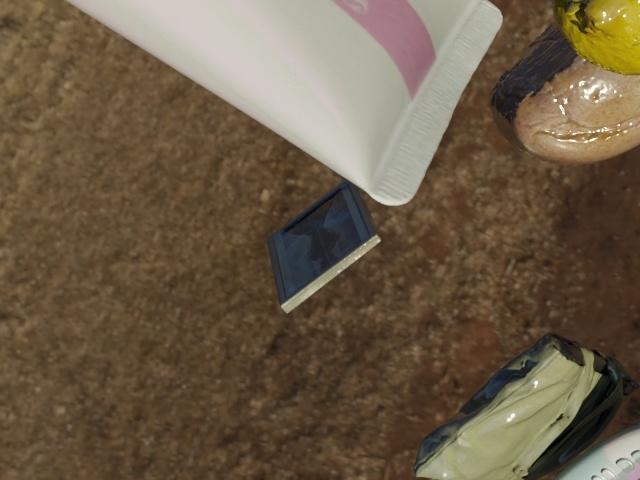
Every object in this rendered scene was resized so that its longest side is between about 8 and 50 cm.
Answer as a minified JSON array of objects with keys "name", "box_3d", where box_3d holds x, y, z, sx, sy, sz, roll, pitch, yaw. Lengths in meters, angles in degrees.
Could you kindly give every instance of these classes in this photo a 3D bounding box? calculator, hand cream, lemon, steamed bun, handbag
[{"name":"calculator","box_3d":[0.394,0.335,1.426,0.299,0.185,0.041,-48,3,30]},{"name":"hand cream","box_3d":[-0.081,-0.163,0.568,0.118,0.359,0.185,-59,1,45]},{"name":"lemon","box_3d":[0.308,-0.241,1.067,0.173,0.206,0.173,31,135,37]},{"name":"steamed bun","box_3d":[0.394,-0.211,1.542,0.301,0.199,0.251,-43,15,1]},{"name":"handbag","box_3d":[0.287,0.241,1.508,0.253,0.316,0.109,-45,56,16]}]

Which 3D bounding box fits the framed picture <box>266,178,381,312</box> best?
[{"name":"framed picture","box_3d":[0.000,0.000,1.431,0.150,0.015,0.203,-37,23,10]}]
